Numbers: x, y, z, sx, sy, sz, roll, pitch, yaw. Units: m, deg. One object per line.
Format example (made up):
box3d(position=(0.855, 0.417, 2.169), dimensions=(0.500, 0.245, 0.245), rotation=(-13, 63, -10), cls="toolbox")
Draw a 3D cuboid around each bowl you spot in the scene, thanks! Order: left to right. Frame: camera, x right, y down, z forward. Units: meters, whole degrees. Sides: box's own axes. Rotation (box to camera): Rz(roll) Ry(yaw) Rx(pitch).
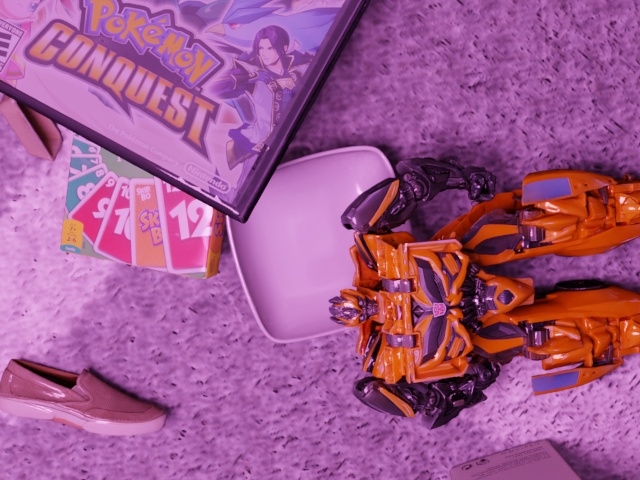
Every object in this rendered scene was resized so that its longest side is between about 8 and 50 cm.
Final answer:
box3d(position=(0.000, 0.000, 1.006), dimensions=(0.142, 0.053, 0.142), rotation=(-16, 100, -3), cls="bowl")

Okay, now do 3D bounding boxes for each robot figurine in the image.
box3d(position=(0.145, 0.034, 0.977), dimensions=(0.291, 0.085, 0.211), rotation=(-9, 99, -25), cls="robot figurine")

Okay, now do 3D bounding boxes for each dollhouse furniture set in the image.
box3d(position=(-0.205, -0.130, 0.964), dimensions=(0.081, 0.091, 0.114), rotation=(-13, 130, 17), cls="dollhouse furniture set")

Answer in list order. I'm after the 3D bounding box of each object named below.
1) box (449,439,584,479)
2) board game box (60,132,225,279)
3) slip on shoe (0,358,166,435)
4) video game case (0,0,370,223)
box3d(position=(0.179, 0.252, 0.946), dimensions=(0.094, 0.275, 0.113), rotation=(-15, 99, -3), cls="box")
box3d(position=(-0.123, -0.108, 0.957), dimensions=(0.124, 0.039, 0.260), rotation=(11, 97, 13), cls="board game box")
box3d(position=(-0.190, 0.125, 1.008), dimensions=(0.135, 0.051, 0.041), rotation=(11, 99, 1), cls="slip on shoe")
box3d(position=(-0.114, -0.185, 0.894), dimensions=(0.274, 0.035, 0.248), rotation=(28, 83, 5), cls="video game case")
